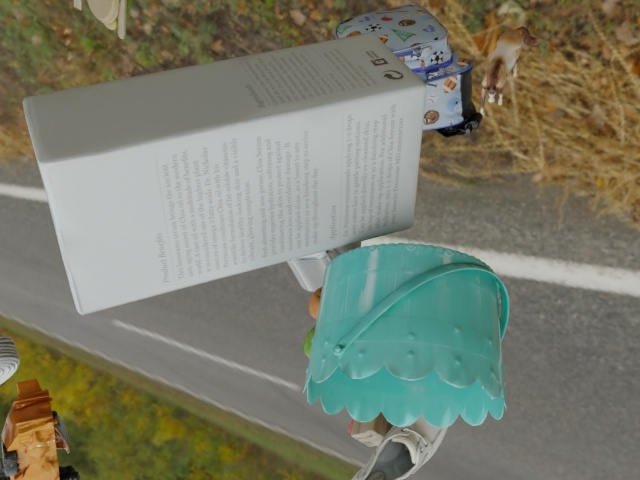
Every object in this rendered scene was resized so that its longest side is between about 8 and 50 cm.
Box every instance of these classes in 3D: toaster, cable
[{"bbox_3d":[0.000,0.000,1.570,0.129,0.227,0.146,-4,146,22],"label":"toaster"},{"bbox_3d":[-0.893,0.325,2.005,0.089,0.257,0.257,63,-166,15],"label":"cable"}]

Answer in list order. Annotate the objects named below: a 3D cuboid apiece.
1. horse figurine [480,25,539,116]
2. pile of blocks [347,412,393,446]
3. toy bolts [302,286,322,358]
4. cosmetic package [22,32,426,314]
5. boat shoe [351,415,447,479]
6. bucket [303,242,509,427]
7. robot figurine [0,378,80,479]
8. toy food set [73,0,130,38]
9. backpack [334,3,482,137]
[{"bbox_3d":[0.431,-0.409,1.862,0.066,0.263,0.174,25,162,20],"label":"horse figurine"},{"bbox_3d":[0.096,0.278,1.726,0.113,0.362,0.149,-21,156,36],"label":"pile of blocks"},{"bbox_3d":[0.109,0.141,1.291,0.229,0.158,0.218,-2,-152,-21],"label":"toy bolts"},{"bbox_3d":[-0.109,-0.092,1.002,0.161,0.453,0.230,-123,25,-45],"label":"cosmetic package"},{"bbox_3d":[0.169,0.410,1.566,0.098,0.277,0.096,39,156,12],"label":"boat shoe"},{"bbox_3d":[0.117,0.133,1.064,0.281,0.183,0.281,4,157,2],"label":"bucket"},{"bbox_3d":[-0.386,0.287,0.950,0.291,0.211,0.085,106,148,-44],"label":"robot figurine"},{"bbox_3d":[-0.389,-0.454,1.453,0.192,0.039,0.132,37,129,36],"label":"toy food set"},{"bbox_3d":[0.115,-0.282,1.399,0.276,0.263,0.213,-113,2,-59],"label":"backpack"}]
